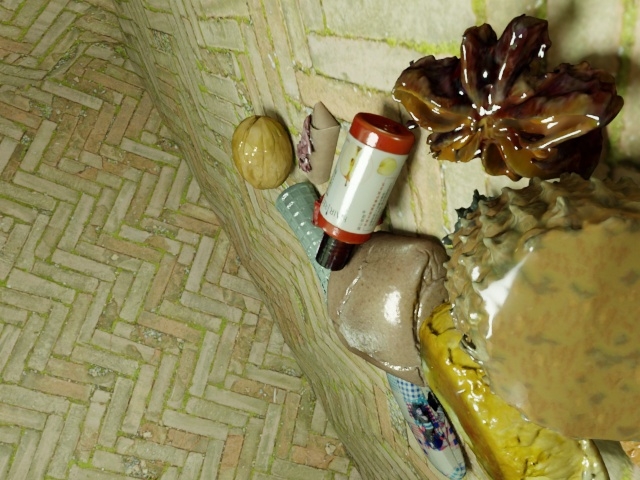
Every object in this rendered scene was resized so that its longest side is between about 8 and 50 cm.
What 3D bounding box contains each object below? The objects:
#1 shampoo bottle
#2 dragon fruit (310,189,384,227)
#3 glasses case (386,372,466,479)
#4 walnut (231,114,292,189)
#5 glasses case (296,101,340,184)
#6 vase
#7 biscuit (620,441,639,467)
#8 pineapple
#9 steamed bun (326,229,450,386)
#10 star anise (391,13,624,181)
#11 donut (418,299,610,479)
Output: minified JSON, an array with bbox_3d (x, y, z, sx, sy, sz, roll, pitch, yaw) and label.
[{"bbox_3d":[0.059,-0.069,0.756,0.104,0.105,0.277,46,128,37],"label":"shampoo bottle"},{"bbox_3d":[0.049,-0.084,0.893,0.153,0.153,0.110,15,111,64],"label":"dragon fruit"},{"bbox_3d":[0.260,0.443,1.102,0.327,0.076,0.125,63,159,-1],"label":"glasses case"},{"bbox_3d":[-0.151,-0.226,1.152,0.159,0.159,0.206,43,151,42],"label":"walnut"},{"bbox_3d":[-0.023,-0.213,0.975,0.102,0.070,0.193,56,159,21],"label":"glasses case"},{"bbox_3d":[0.000,0.000,1.099,0.298,0.143,0.143,58,159,19],"label":"vase"},{"bbox_3d":[0.361,0.129,0.410,0.166,0.036,0.249,23,122,35],"label":"biscuit"},{"bbox_3d":[0.217,0.021,0.449,0.362,0.202,0.201,-66,-45,-73],"label":"pineapple"},{"bbox_3d":[0.131,0.140,0.856,0.252,0.199,0.301,27,139,57],"label":"steamed bun"},{"bbox_3d":[0.191,-0.145,0.459,0.220,0.125,0.190,29,177,19],"label":"star anise"},{"bbox_3d":[0.245,0.214,0.622,0.329,0.160,0.330,60,-170,-19],"label":"donut"}]
